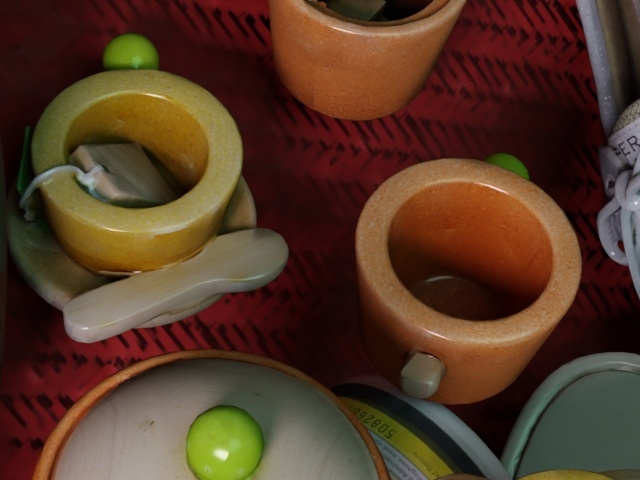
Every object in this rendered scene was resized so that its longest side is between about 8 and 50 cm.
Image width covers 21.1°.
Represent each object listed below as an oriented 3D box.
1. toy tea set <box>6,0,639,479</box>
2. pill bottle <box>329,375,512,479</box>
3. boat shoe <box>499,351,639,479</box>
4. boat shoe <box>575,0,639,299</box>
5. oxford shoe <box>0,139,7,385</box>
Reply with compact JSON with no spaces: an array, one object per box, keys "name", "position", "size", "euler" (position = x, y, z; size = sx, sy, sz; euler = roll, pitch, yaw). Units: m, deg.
[{"name":"toy tea set","position":[0.000,0.000,0.522],"size":[0.200,0.124,0.336],"euler":[-7,55,-13]},{"name":"pill bottle","position":[-0.020,0.134,0.565],"size":[0.184,0.103,0.103],"euler":[-37,103,-29]},{"name":"boat shoe","position":[0.121,0.212,0.660],"size":[0.112,0.095,0.335],"euler":[-7,84,8]},{"name":"boat shoe","position":[0.142,-0.082,0.687],"size":[0.103,0.118,0.320],"euler":[2,78,-22]},{"name":"oxford shoe","position":[-0.184,0.139,0.476],"size":[0.146,0.140,0.397],"euler":[8,86,5]}]
